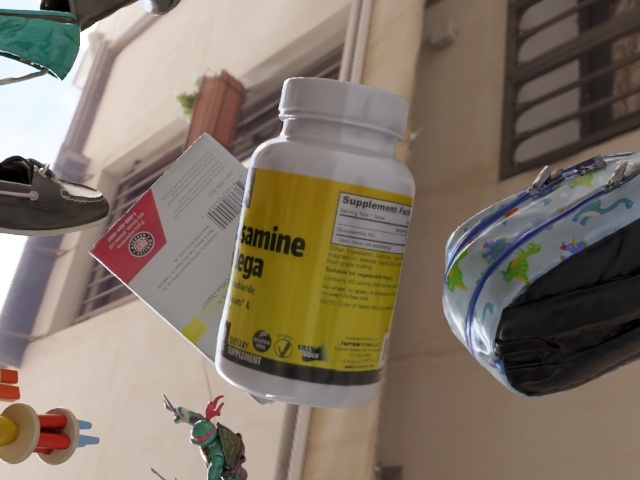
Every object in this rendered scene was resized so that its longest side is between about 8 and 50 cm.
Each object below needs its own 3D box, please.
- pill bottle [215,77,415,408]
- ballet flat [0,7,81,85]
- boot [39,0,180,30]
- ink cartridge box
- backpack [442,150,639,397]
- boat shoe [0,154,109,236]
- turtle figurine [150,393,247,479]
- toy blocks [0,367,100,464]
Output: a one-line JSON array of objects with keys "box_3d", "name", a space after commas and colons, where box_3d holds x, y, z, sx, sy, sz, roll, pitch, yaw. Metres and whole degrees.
[{"box_3d": [0.000, 0.000, 0.878, 0.187, 0.188, 0.334, 8, -88, -41], "name": "pill bottle"}, {"box_3d": [-0.364, -0.198, 0.782, 0.247, 0.083, 0.087, 2, -85, -27], "name": "ballet flat"}, {"box_3d": [-0.260, -0.307, 1.006, 0.076, 0.190, 0.208, 38, -119, 0], "name": "boot"}, {"box_3d": [-0.152, 0.056, 1.366, 0.384, 0.160, 0.279, 43, -103, -2], "name": "ink cartridge box"}, {"box_3d": [0.331, 0.045, 0.999, 0.355, 0.273, 0.290, -36, -47, -17], "name": "backpack"}, {"box_3d": [-0.384, -0.065, 0.902, 0.335, 0.112, 0.096, -2, -69, -46], "name": "boat shoe"}, {"box_3d": [-0.170, 0.341, 1.227, 0.175, 0.118, 0.234, -93, -17, -50], "name": "turtle figurine"}, {"box_3d": [-0.278, 0.152, 0.719, 0.054, 0.123, 0.148, -53, -30, 3], "name": "toy blocks"}]
